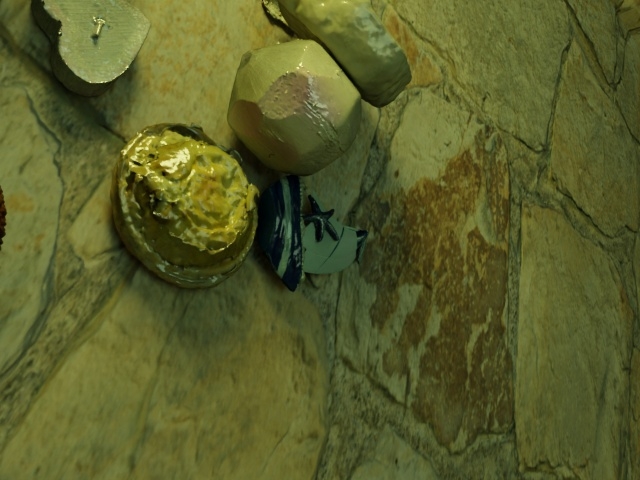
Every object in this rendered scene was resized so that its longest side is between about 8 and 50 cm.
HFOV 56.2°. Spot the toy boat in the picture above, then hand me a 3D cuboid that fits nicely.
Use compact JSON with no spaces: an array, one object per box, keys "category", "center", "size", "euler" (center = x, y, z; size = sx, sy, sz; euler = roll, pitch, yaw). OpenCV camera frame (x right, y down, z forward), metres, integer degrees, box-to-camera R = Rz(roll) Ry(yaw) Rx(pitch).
[{"category":"toy boat","center":[-0.011,-0.029,1.156],"size":[0.291,0.070,0.210],"euler":[-18,95,-47]}]

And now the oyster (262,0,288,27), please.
[{"category":"oyster","center":[-0.087,-0.480,1.249],"size":[0.083,0.019,0.054],"euler":[20,77,-32]}]

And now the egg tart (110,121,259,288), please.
[{"category":"egg tart","center":[-0.196,-0.070,0.970],"size":[0.290,0.107,0.291],"euler":[13,69,-39]}]

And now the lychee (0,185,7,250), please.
[{"category":"lychee","center":[-0.451,-0.035,0.690],"size":[0.165,0.165,0.197],"euler":[-34,127,-42]}]

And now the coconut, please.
[{"category":"coconut","center":[-0.051,-0.245,1.070],"size":[0.230,0.227,0.227],"euler":[47,51,-26]}]

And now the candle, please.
[{"category":"candle","center":[-0.349,-0.327,0.936],"size":[0.168,0.068,0.192],"euler":[-18,91,-40]}]

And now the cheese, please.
[{"category":"cheese","center":[0.039,-0.400,1.165],"size":[0.115,0.318,0.326],"euler":[-43,122,5]}]
